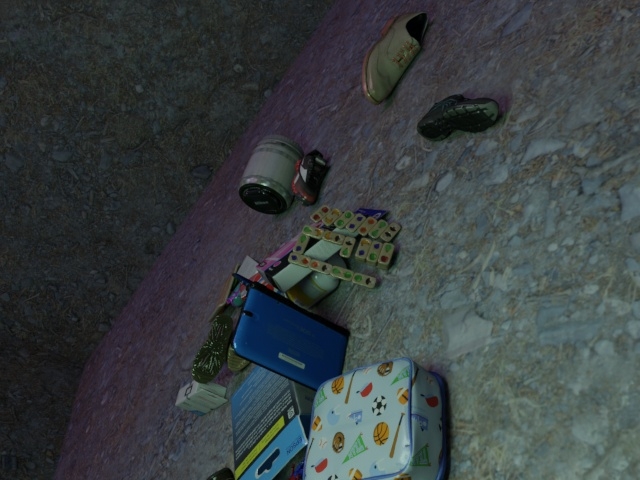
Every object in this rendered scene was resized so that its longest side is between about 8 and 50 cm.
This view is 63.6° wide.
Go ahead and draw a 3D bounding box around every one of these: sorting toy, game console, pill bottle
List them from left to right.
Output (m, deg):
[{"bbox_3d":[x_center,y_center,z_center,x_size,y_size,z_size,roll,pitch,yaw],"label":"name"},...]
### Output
[{"bbox_3d":[-0.374,0.212,2.053,0.193,0.038,0.208,-48,19,51],"label":"sorting toy"},{"bbox_3d":[-0.095,0.223,1.262,0.173,0.293,0.250,-30,37,47],"label":"game console"},{"bbox_3d":[-0.013,0.114,1.459,0.184,0.103,0.103,-41,30,32],"label":"pill bottle"}]

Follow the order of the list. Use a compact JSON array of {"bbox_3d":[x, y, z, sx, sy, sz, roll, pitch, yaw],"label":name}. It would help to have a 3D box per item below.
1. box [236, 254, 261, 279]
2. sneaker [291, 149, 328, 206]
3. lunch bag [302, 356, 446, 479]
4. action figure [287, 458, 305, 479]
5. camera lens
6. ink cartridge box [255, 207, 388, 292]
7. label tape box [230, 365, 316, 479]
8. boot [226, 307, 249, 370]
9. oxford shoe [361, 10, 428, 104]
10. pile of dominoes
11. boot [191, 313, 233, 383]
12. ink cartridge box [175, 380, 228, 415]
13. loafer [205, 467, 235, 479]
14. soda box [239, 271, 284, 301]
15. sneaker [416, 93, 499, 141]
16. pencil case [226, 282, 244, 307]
[{"bbox_3d":[-0.195,0.133,1.736,0.091,0.130,0.170,-60,24,-3],"label":"box"},{"bbox_3d":[-0.036,-0.241,1.911,0.135,0.097,0.276,-43,27,33],"label":"sneaker"},{"bbox_3d":[0.093,0.366,0.971,0.303,0.115,0.243,-34,36,40],"label":"lunch bag"},{"bbox_3d":[-0.050,0.519,1.155,0.115,0.030,0.038,-58,30,5],"label":"action figure"},{"bbox_3d":[-0.195,-0.260,2.079,0.219,0.219,0.274,-24,41,50],"label":"camera lens"},{"bbox_3d":[0.000,0.000,1.442,0.370,0.069,0.175,-36,17,-15],"label":"ink cartridge box"},{"bbox_3d":[-0.099,0.436,1.240,0.249,0.115,0.348,-52,28,16],"label":"label tape box"},{"bbox_3d":[-0.246,0.303,1.729,0.249,0.090,0.207,-66,12,-7],"label":"boot"},{"bbox_3d":[0.261,-0.652,1.804,0.146,0.140,0.397,-4,60,52],"label":"oxford shoe"},{"bbox_3d":[0.064,0.001,1.318,0.040,0.251,0.196,80,-150,-62],"label":"pile of dominoes"},{"bbox_3d":[-0.354,0.373,1.725,0.236,0.089,0.269,-66,4,-23],"label":"boot"},{"bbox_3d":[-0.380,0.503,1.681,0.180,0.104,0.060,-36,31,37],"label":"ink cartridge box"},{"bbox_3d":[-0.216,0.623,1.205,0.078,0.080,0.220,31,134,45],"label":"loafer"},{"bbox_3d":[-0.120,0.110,1.589,0.263,0.083,0.092,-37,23,2],"label":"soda box"},{"bbox_3d":[0.349,-0.332,1.316,0.267,0.101,0.106,4,62,62],"label":"sneaker"},{"bbox_3d":[-0.284,0.176,1.920,0.064,0.070,0.152,41,101,27],"label":"pencil case"}]
